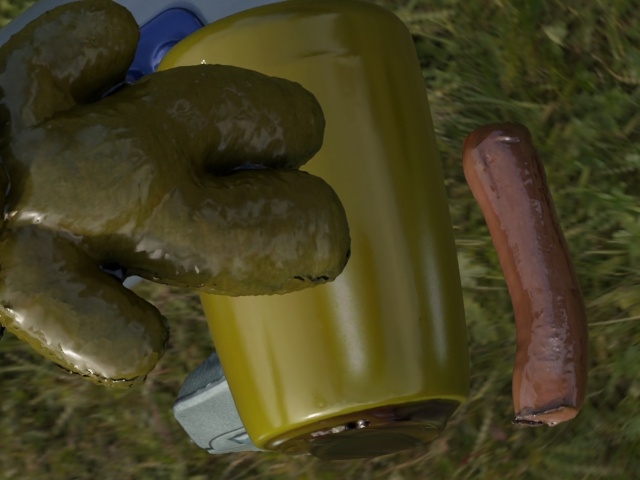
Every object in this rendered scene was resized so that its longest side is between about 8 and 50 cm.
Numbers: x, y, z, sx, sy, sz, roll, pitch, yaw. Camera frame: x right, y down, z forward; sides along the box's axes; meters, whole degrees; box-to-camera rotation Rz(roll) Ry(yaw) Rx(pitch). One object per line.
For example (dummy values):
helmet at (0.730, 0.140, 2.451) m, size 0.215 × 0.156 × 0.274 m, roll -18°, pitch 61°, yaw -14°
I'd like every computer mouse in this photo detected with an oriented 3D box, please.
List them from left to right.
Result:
computer mouse at (-0.020, 0.102, 1.302) m, size 0.229 × 0.113 × 0.068 m, roll -44°, pitch 39°, yaw 27°

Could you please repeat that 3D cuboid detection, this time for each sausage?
sausage at (0.104, 0.013, 0.904) m, size 0.040 × 0.047 × 0.177 m, roll 126°, pitch 143°, yaw -47°

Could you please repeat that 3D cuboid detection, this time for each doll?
doll at (-0.095, -0.014, 0.608) m, size 0.209 × 0.097 × 0.137 m, roll 2°, pitch 75°, yaw -22°

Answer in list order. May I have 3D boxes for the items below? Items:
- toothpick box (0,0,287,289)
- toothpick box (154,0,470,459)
toothpick box at (-0.155, -0.101, 1.413) m, size 0.355 × 0.263 × 0.263 m, roll -36°, pitch 81°, yaw -2°
toothpick box at (0.000, 0.000, 1.124) m, size 0.175 × 0.175 × 0.271 m, roll -16°, pitch 75°, yaw 14°
